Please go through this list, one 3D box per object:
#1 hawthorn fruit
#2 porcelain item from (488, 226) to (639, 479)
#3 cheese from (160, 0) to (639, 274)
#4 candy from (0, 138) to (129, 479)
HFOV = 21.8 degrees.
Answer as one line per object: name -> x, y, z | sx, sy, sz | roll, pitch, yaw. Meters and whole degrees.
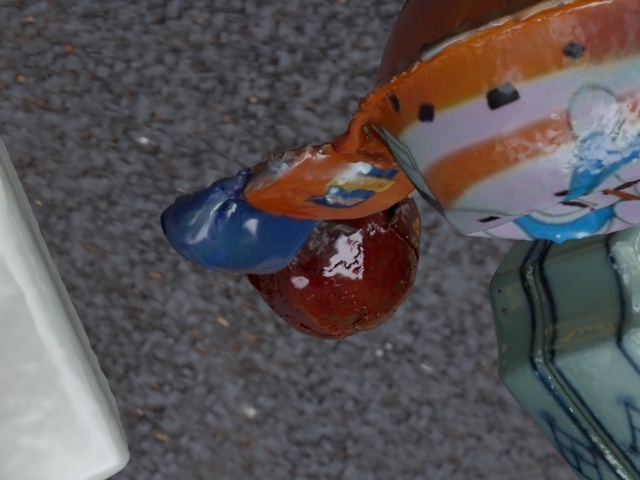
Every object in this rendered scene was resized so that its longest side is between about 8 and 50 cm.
hawthorn fruit -> 0.000, 0.000, 1.312 | 0.172, 0.148, 0.148 | 24, 89, -51
porcelain item -> 0.277, 0.065, 1.274 | 0.286, 0.157, 0.281 | 50, 49, -16
cheese -> 0.077, -0.057, 0.736 | 0.217, 0.329, 0.129 | 7, 66, -55
candy -> -0.308, 0.062, 1.542 | 0.145, 0.208, 0.359 | -22, 105, -5
